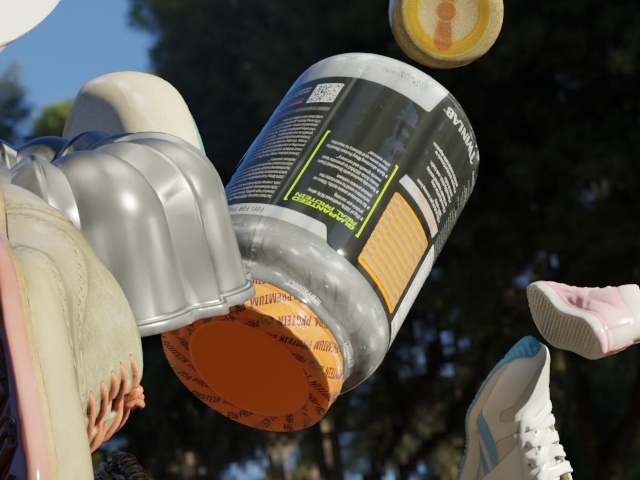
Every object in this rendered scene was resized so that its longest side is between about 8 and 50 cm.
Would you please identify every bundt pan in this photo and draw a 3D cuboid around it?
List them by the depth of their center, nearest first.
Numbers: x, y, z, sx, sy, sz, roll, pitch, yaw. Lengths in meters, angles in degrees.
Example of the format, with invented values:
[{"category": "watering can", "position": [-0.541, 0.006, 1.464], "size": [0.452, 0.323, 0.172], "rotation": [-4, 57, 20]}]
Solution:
[{"category": "bundt pan", "position": [-0.214, -0.007, 1.238], "size": [0.330, 0.124, 0.331], "rotation": [-5, 9, 1]}]

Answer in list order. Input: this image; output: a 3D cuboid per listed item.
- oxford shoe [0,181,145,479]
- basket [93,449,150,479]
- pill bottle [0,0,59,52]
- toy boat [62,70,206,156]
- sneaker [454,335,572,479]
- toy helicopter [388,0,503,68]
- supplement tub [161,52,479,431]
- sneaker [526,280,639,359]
[{"category": "oxford shoe", "position": [-0.134, 0.062, 0.855], "size": [0.130, 0.348, 0.123], "rotation": [23, -69, -26]}, {"category": "basket", "position": [-0.150, 0.368, 1.469], "size": [0.213, 0.299, 0.223], "rotation": [22, 43, 26]}, {"category": "pill bottle", "position": [-0.265, -0.165, 0.930], "size": [0.188, 0.188, 0.334], "rotation": [4, 1, -35]}, {"category": "toy boat", "position": [-0.244, -0.042, 1.999], "size": [0.318, 0.267, 0.148], "rotation": [-37, -35, 29]}, {"category": "sneaker", "position": [0.178, 0.182, 1.526], "size": [0.087, 0.092, 0.229], "rotation": [-38, -35, -42]}, {"category": "toy helicopter", "position": [0.050, -0.296, 1.246], "size": [0.235, 0.355, 0.140], "rotation": [-26, 7, -3]}, {"category": "supplement tub", "position": [0.000, 0.000, 1.488], "size": [0.193, 0.316, 0.194], "rotation": [17, -43, 17]}, {"category": "sneaker", "position": [0.227, 0.060, 1.443], "size": [0.070, 0.051, 0.134], "rotation": [-18, 18, -16]}]
